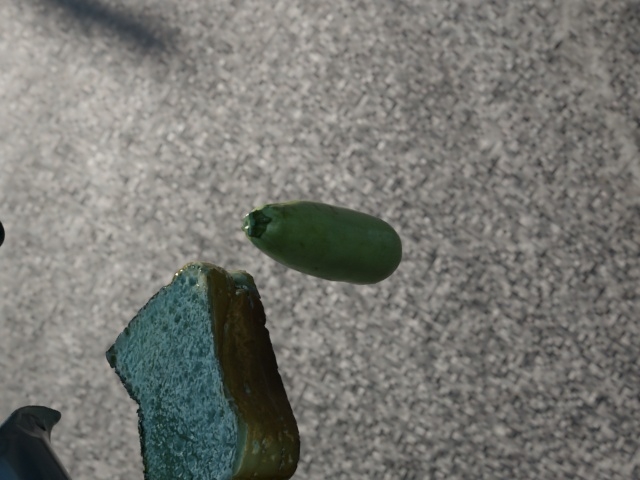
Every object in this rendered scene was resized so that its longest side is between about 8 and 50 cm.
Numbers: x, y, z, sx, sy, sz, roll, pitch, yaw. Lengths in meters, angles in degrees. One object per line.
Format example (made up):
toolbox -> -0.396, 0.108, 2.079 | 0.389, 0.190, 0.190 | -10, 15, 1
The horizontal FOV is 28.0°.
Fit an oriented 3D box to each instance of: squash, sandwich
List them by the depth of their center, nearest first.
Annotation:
sandwich -> -0.105, 0.142, 1.118 | 0.186, 0.065, 0.215 | -44, 49, 40
squash -> -0.006, 0.000, 1.900 | 0.118, 0.370, 0.118 | -6, 79, 37

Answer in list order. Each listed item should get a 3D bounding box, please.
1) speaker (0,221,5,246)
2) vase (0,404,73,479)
speaker -> -0.490, 0.009, 1.811 | 0.060, 0.075, 0.094 | 33, 124, 16
vase -> -0.253, 0.325, 1.176 | 0.301, 0.251, 0.156 | 47, 141, 14
